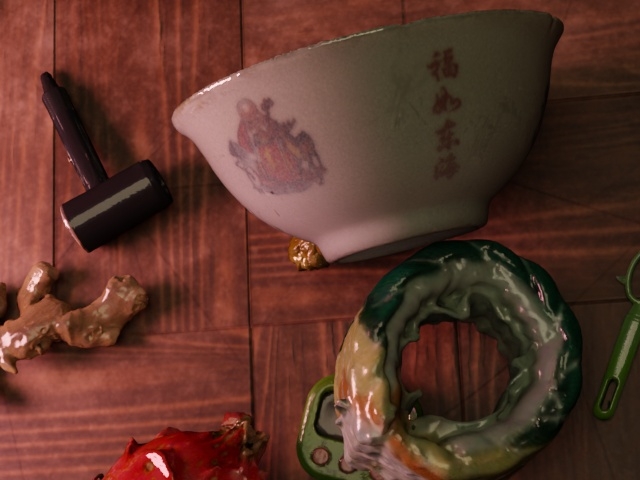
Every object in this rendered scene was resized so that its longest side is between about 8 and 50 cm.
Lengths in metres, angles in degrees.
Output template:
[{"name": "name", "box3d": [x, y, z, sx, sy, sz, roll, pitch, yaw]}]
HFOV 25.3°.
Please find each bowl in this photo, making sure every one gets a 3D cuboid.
[{"name": "bowl", "box3d": [0.073, -0.089, 1.545, 0.434, 0.435, 0.196, -15, 85, 6]}]

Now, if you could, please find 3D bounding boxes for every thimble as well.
[{"name": "thimble", "box3d": [0.143, 0.146, 1.562, 0.288, 0.167, 0.254, -39, 77, -21]}]

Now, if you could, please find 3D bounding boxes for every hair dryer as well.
[{"name": "hair dryer", "box3d": [-0.288, -0.121, 1.792, 0.128, 0.070, 0.255, -28, 69, 2]}]

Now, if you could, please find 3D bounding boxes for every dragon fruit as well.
[{"name": "dragon fruit", "box3d": [-0.154, 0.308, 1.600, 0.205, 0.210, 0.268, 42, 81, -1]}]

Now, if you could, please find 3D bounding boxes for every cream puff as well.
[{"name": "cream puff", "box3d": [0.000, 0.000, 1.708, 0.083, 0.058, 0.083, -28, 39, 41]}]

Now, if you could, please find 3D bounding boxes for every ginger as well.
[{"name": "ginger", "box3d": [-0.340, 0.089, 1.751, 0.258, 0.065, 0.149, -26, 72, 6]}]

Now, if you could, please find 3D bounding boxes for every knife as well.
[{"name": "knife", "box3d": [0.349, 0.104, 1.646, 0.054, 0.015, 0.212, 18, 81, 14]}]

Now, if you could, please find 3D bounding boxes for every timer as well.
[{"name": "timer", "box3d": [0.047, 0.224, 1.656, 0.140, 0.047, 0.128, 12, 80, 11]}]
